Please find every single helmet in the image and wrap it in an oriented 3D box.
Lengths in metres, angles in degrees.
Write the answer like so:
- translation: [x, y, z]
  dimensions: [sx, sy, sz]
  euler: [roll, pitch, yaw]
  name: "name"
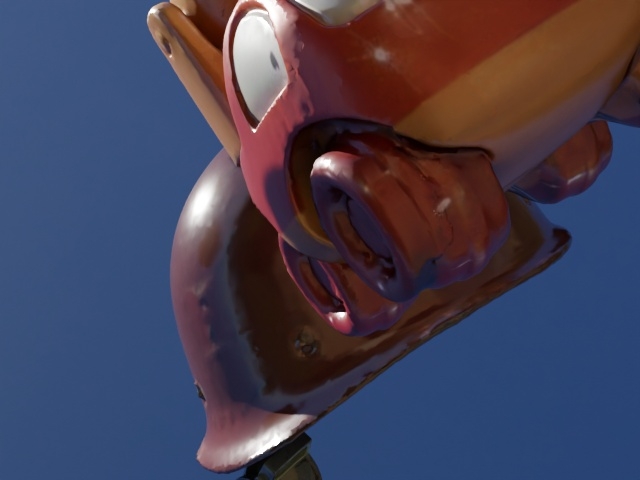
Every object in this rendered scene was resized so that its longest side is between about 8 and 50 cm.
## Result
- translation: [0.000, 0.000, 1.070]
  dimensions: [0.385, 0.337, 0.230]
  euler: [-31, -89, -41]
  name: "helmet"

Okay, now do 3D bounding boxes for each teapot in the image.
- translation: [-0.034, 0.190, 1.009]
  dimensions: [0.066, 0.088, 0.057]
  euler: [40, -137, 18]
  name: "teapot"

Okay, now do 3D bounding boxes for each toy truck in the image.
- translation: [0.027, -0.098, 0.602]
  dimensions: [0.189, 0.265, 0.239]
  euler: [-34, -93, -17]
  name: "toy truck"
